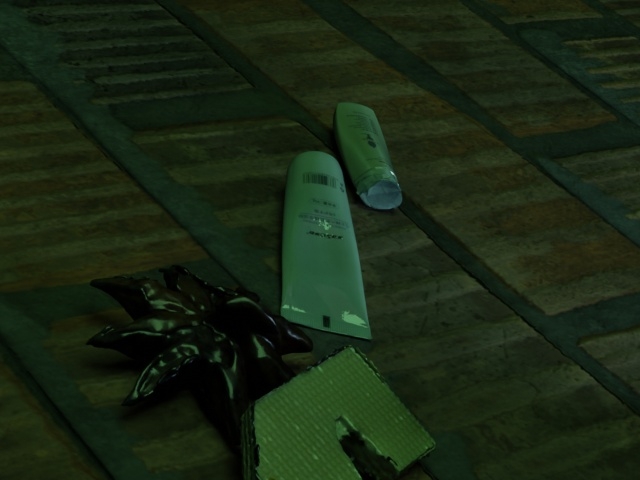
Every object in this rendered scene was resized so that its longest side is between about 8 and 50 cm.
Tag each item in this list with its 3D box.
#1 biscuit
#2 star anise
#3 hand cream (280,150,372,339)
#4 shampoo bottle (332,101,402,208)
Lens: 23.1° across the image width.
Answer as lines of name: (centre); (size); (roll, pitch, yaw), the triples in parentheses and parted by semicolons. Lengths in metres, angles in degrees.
biscuit: (0.005, 0.201, 1.544); (0.147, 0.046, 0.250); (48, 35, 11)
star anise: (-0.114, 0.092, 1.619); (0.272, 0.102, 0.272); (19, 31, -12)
hand cream: (0.000, 0.000, 1.900); (0.109, 0.067, 0.320); (14, 35, -14)
shampoo bottle: (0.063, -0.117, 2.129); (0.072, 0.049, 0.212); (13, 31, -22)
